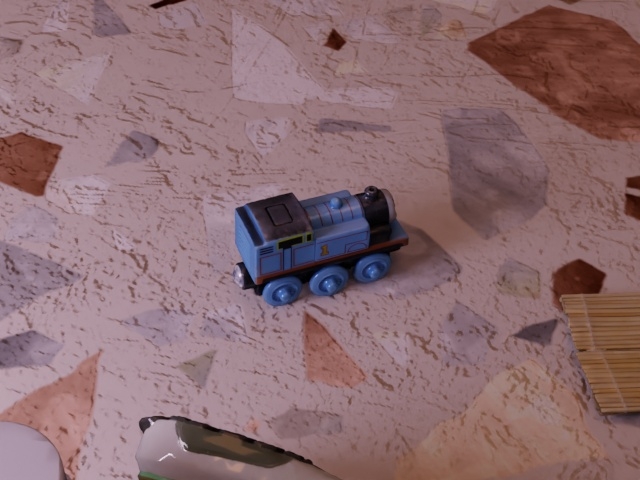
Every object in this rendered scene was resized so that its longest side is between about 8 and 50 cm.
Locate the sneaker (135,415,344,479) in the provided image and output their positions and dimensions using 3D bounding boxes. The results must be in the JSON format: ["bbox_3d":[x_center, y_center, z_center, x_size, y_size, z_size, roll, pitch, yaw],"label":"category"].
[{"bbox_3d":[0.022,0.282,0.953,0.410,0.158,0.182,18,78,11],"label":"sneaker"}]

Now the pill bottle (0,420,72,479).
[{"bbox_3d":[-0.230,0.235,0.896,0.119,0.208,0.119,2,46,-2],"label":"pill bottle"}]

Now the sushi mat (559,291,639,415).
[{"bbox_3d":[0.405,0.104,1.194,0.317,0.019,0.151,-2,47,-5],"label":"sushi mat"}]

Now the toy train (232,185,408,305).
[{"bbox_3d":[0.000,0.000,1.210,0.184,0.105,0.080,-14,49,-16],"label":"toy train"}]
